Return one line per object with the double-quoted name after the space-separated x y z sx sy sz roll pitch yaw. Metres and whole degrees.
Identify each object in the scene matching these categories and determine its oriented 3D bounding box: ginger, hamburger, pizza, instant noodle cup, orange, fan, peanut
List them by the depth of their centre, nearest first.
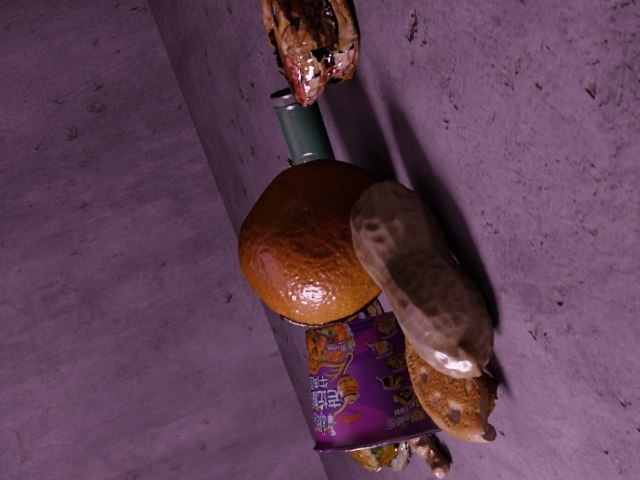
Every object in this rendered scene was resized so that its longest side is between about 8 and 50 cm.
0.135 0.054 1.479 0.298 0.120 0.136 62 -169 29 "peanut"
0.183 0.191 1.565 0.246 0.058 0.127 48 120 48 "pizza"
-0.023 -0.309 1.610 0.231 0.107 0.231 158 90 -84 "hamburger"
0.000 0.000 1.697 0.264 0.264 0.264 159 90 -79 "orange"
0.089 0.209 1.729 0.251 0.251 0.190 144 115 -79 "instant noodle cup"
0.155 0.292 1.970 0.258 0.065 0.149 68 166 -15 "ginger"
0.121 0.178 2.074 0.152 0.008 0.226 84 162 -51 "fan"
0.075 0.343 2.284 0.265 0.134 0.284 92 157 -60 "hamburger"

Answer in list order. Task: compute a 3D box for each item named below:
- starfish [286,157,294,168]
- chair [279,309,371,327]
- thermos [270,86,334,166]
-0.028 -0.105 2.149 0.208 0.053 0.175 -134 25 -57 "starfish"
-0.002 0.073 2.059 0.247 0.159 0.172 123 147 -80 "chair"
-0.026 -0.176 1.954 0.083 0.073 0.187 -147 37 -70 "thermos"
